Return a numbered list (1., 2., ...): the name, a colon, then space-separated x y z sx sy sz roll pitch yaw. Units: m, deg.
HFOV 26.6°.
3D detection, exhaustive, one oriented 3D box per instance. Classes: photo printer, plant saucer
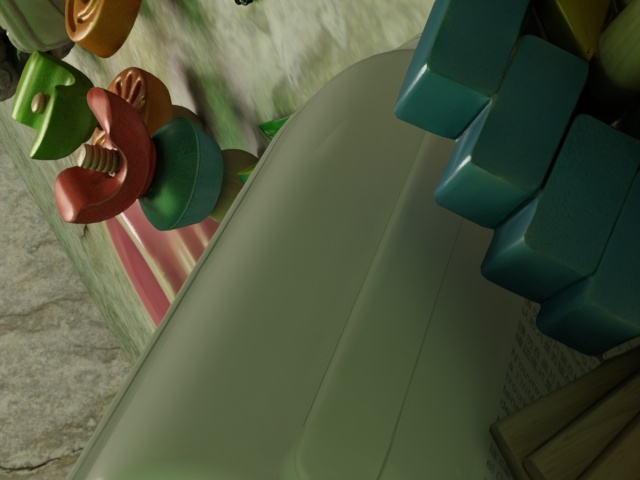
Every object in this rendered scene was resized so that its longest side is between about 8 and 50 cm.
1. photo printer: 0.054 0.078 0.485 0.256 0.107 0.307 57 -150 -21
2. plant saucer: -0.141 0.041 1.415 0.332 0.084 0.332 54 163 24

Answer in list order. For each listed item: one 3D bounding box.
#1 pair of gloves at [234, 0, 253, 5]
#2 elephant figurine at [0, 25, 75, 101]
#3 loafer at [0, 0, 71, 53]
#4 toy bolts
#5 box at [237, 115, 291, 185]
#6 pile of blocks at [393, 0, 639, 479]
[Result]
1. pair of gloves: -0.065 -0.191 0.857 0.083 0.010 0.074 51 161 26
2. elephant figurine: -0.359 -0.284 1.438 0.186 0.169 0.239 14 137 24
3. loafer: -0.257 -0.286 1.083 0.319 0.111 0.112 64 -176 -53
4. toy bolts: -0.122 -0.108 1.071 0.218 0.158 0.228 -62 35 25
5. box: 0.000 0.000 0.938 0.179 0.043 0.105 64 165 -7
6. pile of blocks: 0.111 -0.003 0.339 0.362 0.149 0.112 59 166 7
